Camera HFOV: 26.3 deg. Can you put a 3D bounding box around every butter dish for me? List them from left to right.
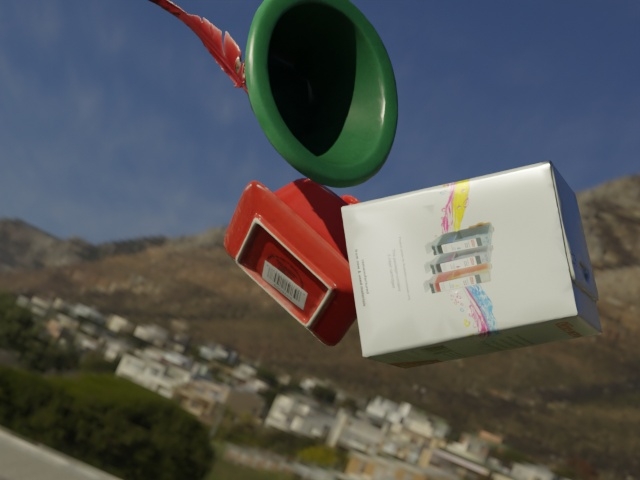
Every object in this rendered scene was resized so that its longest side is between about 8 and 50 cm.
[{"bbox_3d":[0.000,0.000,1.351,0.160,0.118,0.160,42,-30,7],"label":"butter dish"}]

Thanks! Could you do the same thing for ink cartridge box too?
[{"bbox_3d":[0.125,0.025,1.107,0.176,0.127,0.128,-11,-14,17],"label":"ink cartridge box"}]

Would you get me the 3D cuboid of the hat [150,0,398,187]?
[{"bbox_3d":[-0.052,-0.127,1.227,0.173,0.208,0.184,22,-26,-38],"label":"hat"}]
